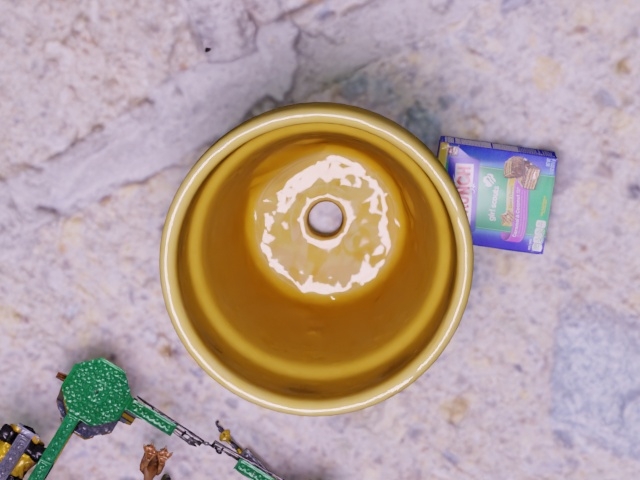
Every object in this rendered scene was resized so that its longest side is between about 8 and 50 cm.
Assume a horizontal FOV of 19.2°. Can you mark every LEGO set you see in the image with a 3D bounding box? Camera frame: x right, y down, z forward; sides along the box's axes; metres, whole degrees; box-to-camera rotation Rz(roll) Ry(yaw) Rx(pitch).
[{"bbox_3d":[-0.159,0.272,1.734,0.331,0.192,0.255,23,70,-5],"label":"LEGO set"}]

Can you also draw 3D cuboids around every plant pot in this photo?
[{"bbox_3d":[0.000,0.000,1.622,0.254,0.239,0.254,0,100,2],"label":"plant pot"}]

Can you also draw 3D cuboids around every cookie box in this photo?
[{"bbox_3d":[0.154,-0.041,1.710,0.107,0.040,0.092,8,100,2],"label":"cookie box"}]
